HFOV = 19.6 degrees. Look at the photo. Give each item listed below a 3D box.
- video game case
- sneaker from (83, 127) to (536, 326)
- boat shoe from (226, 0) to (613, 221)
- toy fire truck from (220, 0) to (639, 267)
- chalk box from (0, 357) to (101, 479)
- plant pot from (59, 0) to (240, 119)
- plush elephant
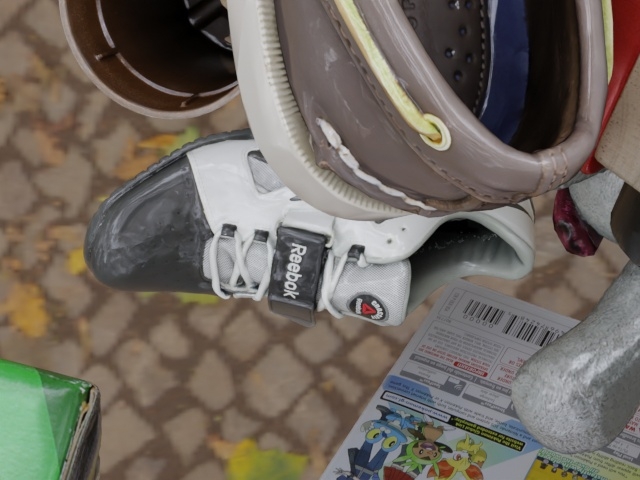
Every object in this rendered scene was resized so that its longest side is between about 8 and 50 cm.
[{"bbox_3d":[0.189,0.178,1.383,0.329,0.300,0.036,20,134,17],"label":"video game case"},{"bbox_3d":[0.000,0.000,1.326,0.331,0.122,0.146,-12,48,-11],"label":"sneaker"},{"bbox_3d":[0.012,-0.166,0.521,0.097,0.117,0.324,-2,100,60],"label":"boat shoe"},{"bbox_3d":[0.103,-0.102,0.668,0.246,0.217,0.158,37,130,22],"label":"toy fire truck"},{"bbox_3d":[-0.144,0.129,0.431,0.132,0.132,0.213,17,70,-2],"label":"chalk box"},{"bbox_3d":[-0.085,-0.186,1.387,0.167,0.165,0.167,5,105,18],"label":"plant pot"},{"bbox_3d":[0.172,-0.093,1.140,0.330,0.272,0.255,-34,41,-16],"label":"plush elephant"}]
